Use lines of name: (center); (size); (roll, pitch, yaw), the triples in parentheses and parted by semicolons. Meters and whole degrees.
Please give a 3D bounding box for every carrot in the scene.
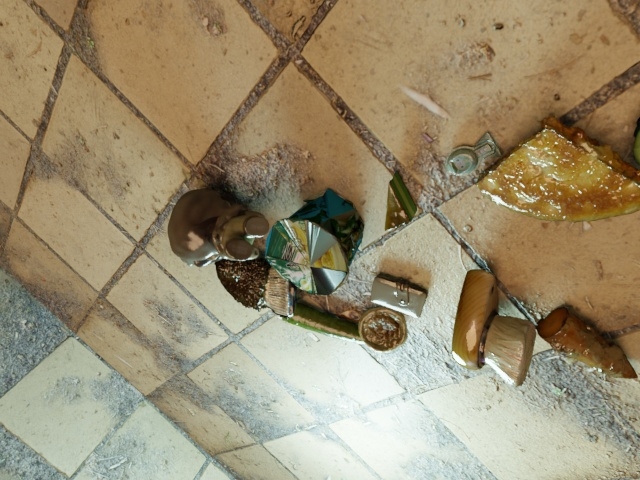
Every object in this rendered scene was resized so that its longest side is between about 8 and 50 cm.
carrot: (0.043, 0.271, 1.391); (0.358, 0.074, 0.074); (15, 128, 14)
carrot: (0.651, 0.260, 1.051); (0.263, 0.102, 0.102); (33, 132, -4)

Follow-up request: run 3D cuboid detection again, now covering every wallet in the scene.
wallet: (0.218, 0.157, 1.234); (0.153, 0.039, 0.118); (19, 131, 17)

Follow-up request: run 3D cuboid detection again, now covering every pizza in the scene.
pizza: (0.462, -0.136, 0.845); (0.335, 0.086, 0.226); (9, 133, 40)

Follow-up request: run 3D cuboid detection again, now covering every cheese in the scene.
cheese: (0.322, -0.179, 0.949); (0.121, 0.026, 0.067); (-29, 106, 38)

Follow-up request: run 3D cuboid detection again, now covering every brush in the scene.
brush: (0.422, 0.202, 1.059); (0.166, 0.174, 0.266); (10, 116, 36)

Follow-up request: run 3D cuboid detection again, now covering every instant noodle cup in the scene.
instant noodle cup: (0.000, 0.000, 1.146); (0.240, 0.178, 0.240); (14, 127, 19)

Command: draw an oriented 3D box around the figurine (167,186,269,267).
figurine: (-0.285, -0.026, 1.199); (0.380, 0.203, 0.248); (12, 90, 49)

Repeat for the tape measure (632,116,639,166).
tape measure: (0.617, -0.168, 0.737); (0.177, 0.087, 0.154); (52, 158, -7)

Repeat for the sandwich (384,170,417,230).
sandwich: (0.170, -0.095, 1.059); (0.074, 0.074, 0.116); (-18, 111, 36)

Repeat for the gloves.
gloves: (-0.214, 0.120, 1.376); (0.312, 0.135, 0.210); (10, 131, 25)

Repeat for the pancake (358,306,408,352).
pancake: (0.186, 0.262, 1.306); (0.152, 0.025, 0.151); (2, 97, 14)
